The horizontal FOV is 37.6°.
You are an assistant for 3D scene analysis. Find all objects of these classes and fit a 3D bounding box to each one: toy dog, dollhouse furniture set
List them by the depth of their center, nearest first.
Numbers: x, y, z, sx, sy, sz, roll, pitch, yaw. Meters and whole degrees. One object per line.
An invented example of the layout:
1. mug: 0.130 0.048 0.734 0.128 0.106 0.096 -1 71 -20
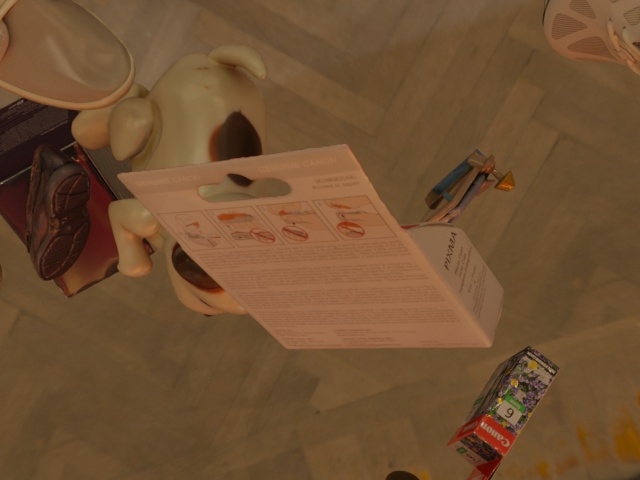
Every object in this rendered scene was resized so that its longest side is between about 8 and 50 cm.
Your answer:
1. toy dog: -0.164 -0.068 1.509 0.395 0.285 0.407 -33 61 27
2. dollhouse furniture set: 0.234 0.028 1.711 0.198 0.286 0.303 44 126 -3

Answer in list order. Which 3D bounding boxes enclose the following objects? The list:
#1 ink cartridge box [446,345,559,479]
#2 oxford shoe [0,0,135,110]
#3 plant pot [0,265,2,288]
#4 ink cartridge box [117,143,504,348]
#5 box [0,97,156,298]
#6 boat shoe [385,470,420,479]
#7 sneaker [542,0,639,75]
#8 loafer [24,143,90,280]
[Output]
1. ink cartridge box: 0.118 0.131 0.659 0.029 0.063 0.115 38 68 4
2. oxford shoe: -0.456 -0.332 1.283 0.449 0.130 0.169 35 68 -6
3. plant pot: -0.241 0.052 0.491 0.134 0.134 0.095 -14 50 6
4. ink cartridge box: 0.000 0.000 1.095 0.308 0.385 0.091 -4 52 33
5. box: -0.524 -0.126 1.971 0.212 0.395 0.293 -28 123 0
6. boat shoe: 0.118 0.409 1.212 0.080 0.073 0.223 3 46 -21
7. sneaker: 0.347 -0.183 0.940 0.169 0.447 0.257 28 79 -23
8. loafer: -0.474 -0.050 1.677 0.109 0.302 0.095 -29 66 -37
